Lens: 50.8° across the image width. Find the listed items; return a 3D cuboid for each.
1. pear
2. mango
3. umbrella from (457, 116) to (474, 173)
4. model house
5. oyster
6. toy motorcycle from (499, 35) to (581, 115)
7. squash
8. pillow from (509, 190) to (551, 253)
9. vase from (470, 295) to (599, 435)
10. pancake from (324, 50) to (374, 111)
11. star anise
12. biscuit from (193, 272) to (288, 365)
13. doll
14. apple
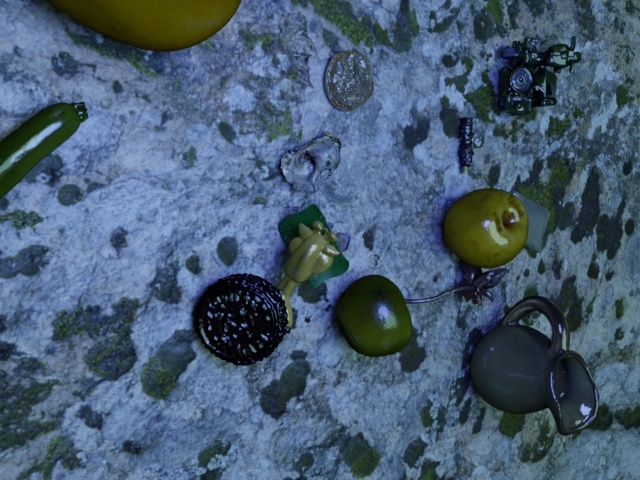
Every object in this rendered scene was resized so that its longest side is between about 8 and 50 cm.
[{"bbox_3d":[0.404,-0.029,1.677,0.208,0.208,0.209,-6,100,-33],"label":"pear"},{"bbox_3d":[-0.322,-0.487,1.102,0.445,0.232,0.300,27,77,-41],"label":"mango"},{"bbox_3d":[0.373,-0.242,1.719,0.037,0.040,0.144,-9,103,-42],"label":"umbrella"},{"bbox_3d":[0.000,0.000,1.474,0.167,0.117,0.088,59,27,-3],"label":"model house"},{"bbox_3d":[-0.008,-0.169,1.464,0.165,0.053,0.108,-34,96,-18],"label":"oyster"},{"bbox_3d":[0.574,-0.430,1.776,0.275,0.127,0.205,-2,95,-31],"label":"toy motorcycle"},{"bbox_3d":[-0.493,-0.154,1.128,0.258,0.069,0.069,-49,120,-19],"label":"squash"},{"bbox_3d":[0.563,-0.048,1.853,0.181,0.077,0.134,22,84,-35],"label":"pillow"},{"bbox_3d":[0.563,0.310,1.771,0.240,0.302,0.330,2,95,-33],"label":"vase"},{"bbox_3d":[0.064,-0.356,1.501,0.139,0.022,0.140,-6,101,-33],"label":"pancake"},{"bbox_3d":[0.334,0.102,1.706,0.227,0.218,0.148,13,48,-48],"label":"star anise"},{"bbox_3d":[-0.160,0.158,1.356,0.194,0.053,0.195,2,103,7],"label":"biscuit"},{"bbox_3d":[-0.065,0.090,1.407,0.117,0.086,0.291,34,99,8],"label":"doll"},{"bbox_3d":[0.121,0.174,1.524,0.156,0.196,0.197,-27,112,-7],"label":"apple"}]
